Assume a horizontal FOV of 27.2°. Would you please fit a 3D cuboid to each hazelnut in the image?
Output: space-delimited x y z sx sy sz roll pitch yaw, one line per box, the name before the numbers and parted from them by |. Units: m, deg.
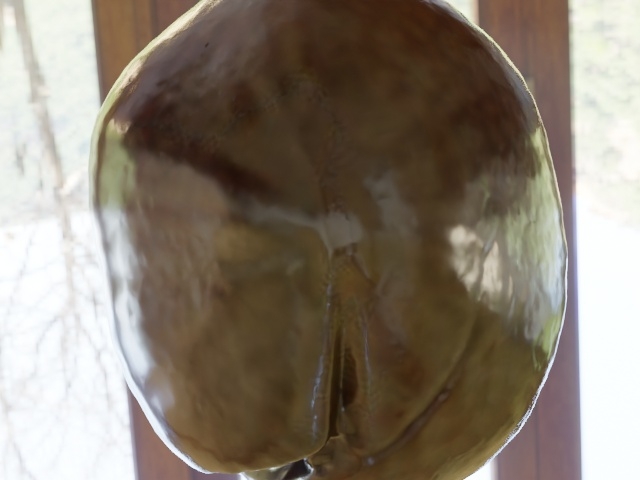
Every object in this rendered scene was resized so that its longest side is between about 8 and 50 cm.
hazelnut | 0.000 0.000 0.974 0.359 0.409 0.359 -11 171 -2
